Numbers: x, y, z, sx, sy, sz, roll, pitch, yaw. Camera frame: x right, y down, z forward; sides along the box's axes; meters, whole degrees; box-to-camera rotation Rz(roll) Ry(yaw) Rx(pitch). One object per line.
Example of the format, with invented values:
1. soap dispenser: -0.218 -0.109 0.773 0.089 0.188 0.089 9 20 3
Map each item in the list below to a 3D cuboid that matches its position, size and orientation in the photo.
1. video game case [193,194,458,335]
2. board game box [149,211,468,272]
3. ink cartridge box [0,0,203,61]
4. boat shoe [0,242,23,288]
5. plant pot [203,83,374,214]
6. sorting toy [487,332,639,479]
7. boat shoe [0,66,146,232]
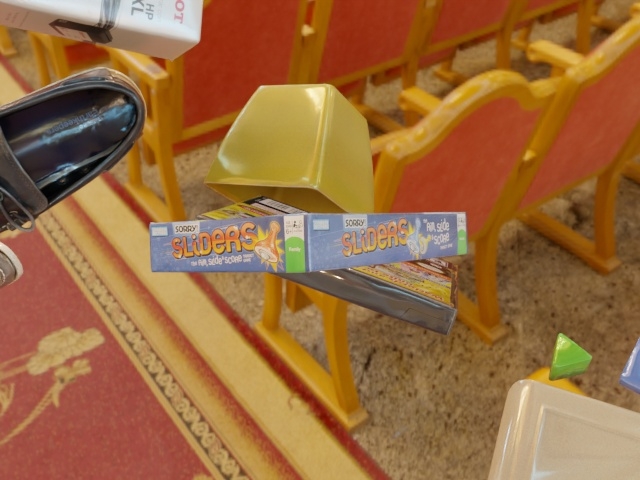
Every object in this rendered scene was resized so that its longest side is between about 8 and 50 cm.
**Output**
1. video game case: 0.020 0.017 0.850 0.275 0.035 0.248 20 11 7
2. board game box: 0.000 0.000 0.538 0.136 0.035 0.201 -2 1 36
3. ink cartridge box: -0.318 -0.395 1.031 0.307 0.223 0.129 5 -1 -29
4. boat shoe: -0.687 0.060 1.396 0.324 0.116 0.096 -1 31 31
5. plant pot: -0.029 -0.140 1.237 0.212 0.212 0.187 5 75 30
6. sorting toy: 0.243 0.231 0.652 0.196 0.047 0.347 14 56 15
7. boat shoe: -0.471 -0.102 1.098 0.500 0.186 0.156 -33 23 -17
